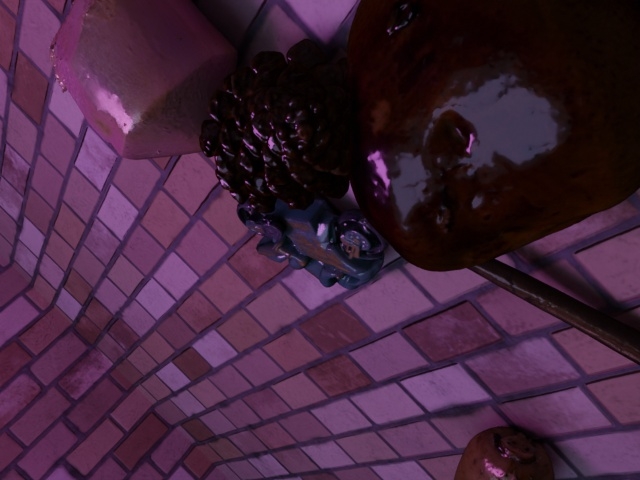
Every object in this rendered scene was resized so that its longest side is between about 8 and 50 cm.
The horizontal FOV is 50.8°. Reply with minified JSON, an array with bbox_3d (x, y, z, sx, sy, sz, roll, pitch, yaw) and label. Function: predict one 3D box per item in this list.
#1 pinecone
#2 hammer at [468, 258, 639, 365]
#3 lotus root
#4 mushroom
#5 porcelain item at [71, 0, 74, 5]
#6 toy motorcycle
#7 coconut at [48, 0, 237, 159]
[{"bbox_3d":[-0.044,-0.142,0.892,0.228,0.203,0.201,3,156,-7],"label":"pinecone"},{"bbox_3d":[0.265,0.064,0.878,0.439,0.044,0.168,29,-173,9],"label":"hammer"},{"bbox_3d":[0.319,0.434,1.192,0.160,0.146,0.284,44,144,36],"label":"lotus root"},{"bbox_3d":[0.167,-0.141,0.702,0.345,0.259,0.346,8,108,25],"label":"mushroom"},{"bbox_3d":[-0.351,-0.313,1.135,0.081,0.069,0.216,24,147,18],"label":"porcelain item"},{"bbox_3d":[-0.002,0.000,1.094,0.296,0.109,0.198,13,146,34],"label":"toy motorcycle"},{"bbox_3d":[-0.235,-0.230,0.950,0.245,0.233,0.233,52,145,-5],"label":"coconut"}]
